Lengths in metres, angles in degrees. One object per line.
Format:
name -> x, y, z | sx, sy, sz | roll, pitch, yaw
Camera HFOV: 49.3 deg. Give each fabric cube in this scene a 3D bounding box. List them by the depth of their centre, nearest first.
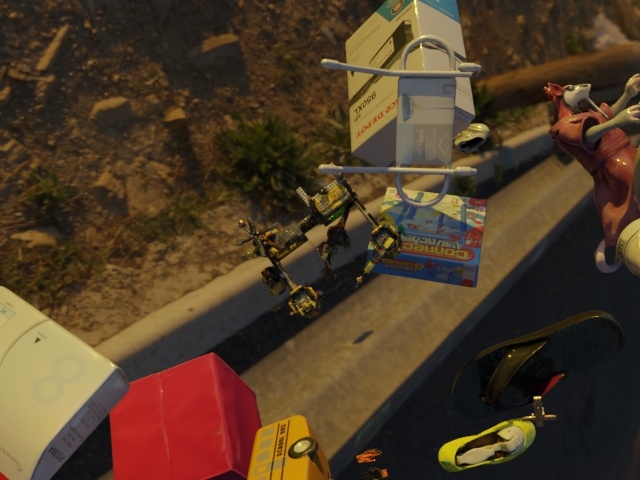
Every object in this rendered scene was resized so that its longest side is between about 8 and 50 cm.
fabric cube -> -0.272, 0.437, 1.479 | 0.254, 0.259, 0.258 | 62, 9, -54

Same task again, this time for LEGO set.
LEGO set -> 0.000, 0.000, 1.462 | 0.254, 0.331, 0.192 | 62, 5, 19

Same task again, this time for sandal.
sandal -> 0.497, 0.307, 1.645 | 0.167, 0.446, 0.107 | 51, 24, -10

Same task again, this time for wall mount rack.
wall mount rack -> 0.157, -0.238, 1.375 | 0.130, 0.304, 0.349 | -31, 122, -81

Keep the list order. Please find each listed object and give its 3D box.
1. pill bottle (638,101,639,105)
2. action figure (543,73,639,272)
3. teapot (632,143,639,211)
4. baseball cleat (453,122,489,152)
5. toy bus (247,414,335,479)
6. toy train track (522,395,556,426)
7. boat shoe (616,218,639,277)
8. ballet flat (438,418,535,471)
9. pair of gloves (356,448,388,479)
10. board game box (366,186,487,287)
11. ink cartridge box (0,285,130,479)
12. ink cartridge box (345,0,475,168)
pill bottle -> 0.774, -0.335, 1.561 | 0.065, 0.116, 0.065 | 38, 16, -13
action figure -> 0.567, -0.168, 1.387 | 0.370, 0.275, 0.248 | 49, 39, 16
teapot -> 0.463, -0.083, 0.706 | 0.187, 0.252, 0.256 | -39, 161, -24
baseball cleat -> 0.390, -0.296, 2.050 | 0.072, 0.206, 0.109 | 62, 39, -24
toy bus -> -0.050, 0.421, 1.114 | 0.332, 0.130, 0.108 | -85, 153, -69
toy train track -> 0.318, 0.247, 1.018 | 0.083, 0.048, 0.014 | 68, 20, -46
boat shoe -> 0.658, -0.010, 1.051 | 0.156, 0.367, 0.135 | -97, 172, -66
ballet flat -> 0.356, 0.427, 1.437 | 0.231, 0.077, 0.077 | -13, 80, -14
pair of gloves -> 0.139, 0.599, 1.853 | 0.010, 0.074, 0.083 | 22, 48, -65
board game box -> 0.313, -0.017, 2.014 | 0.301, 0.309, 0.086 | -69, 162, -48
ink cartridge box -> -0.556, 0.291, 1.135 | 0.385, 0.308, 0.091 | -49, 153, -28
ink cartridge box -> 0.214, -0.413, 1.764 | 0.166, 0.285, 0.394 | 18, 55, -31
